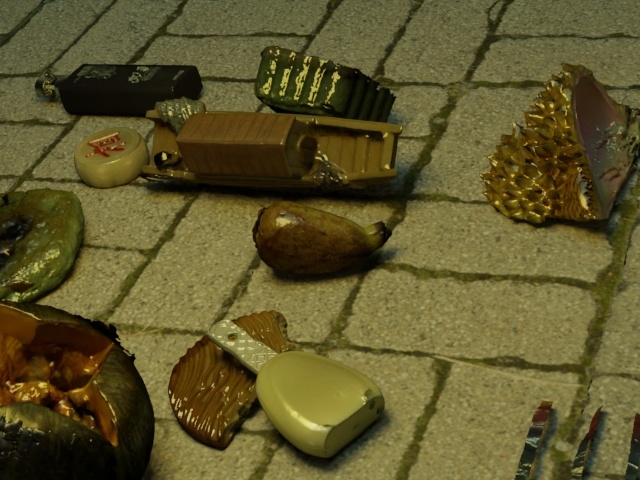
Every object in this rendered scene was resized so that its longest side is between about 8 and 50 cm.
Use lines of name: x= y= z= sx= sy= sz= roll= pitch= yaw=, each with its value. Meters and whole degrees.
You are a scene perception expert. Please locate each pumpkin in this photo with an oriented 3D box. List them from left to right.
pumpkin: x=-0.342 y=0.206 z=1.531 sx=0.321 sy=0.192 sz=0.320 roll=18 pitch=32 yaw=-12

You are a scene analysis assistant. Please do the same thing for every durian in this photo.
durian: x=0.324 y=-0.120 z=1.925 sx=0.196 sy=0.185 sz=0.305 roll=-17 pitch=36 yaw=36

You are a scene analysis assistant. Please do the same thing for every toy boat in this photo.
toy boat: x=-0.078 y=-0.144 z=2.008 sx=0.446 sy=0.135 sz=0.162 roll=5 pitch=-3 yaw=25

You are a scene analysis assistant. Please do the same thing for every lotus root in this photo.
lotus root: x=0.000 y=0.000 z=1.844 sx=0.191 sy=0.108 sz=0.094 roll=8 pitch=65 yaw=7

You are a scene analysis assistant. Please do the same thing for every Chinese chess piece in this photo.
Chinese chess piece: x=-0.340 y=-0.136 z=2.186 sx=0.122 sy=0.051 sz=0.122 roll=-8 pitch=35 yaw=6

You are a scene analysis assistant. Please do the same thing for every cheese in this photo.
cheese: x=-0.046 y=0.165 z=1.630 sx=0.251 sy=0.054 sz=0.127 roll=32 pitch=52 yaw=33

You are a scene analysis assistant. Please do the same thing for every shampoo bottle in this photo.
shampoo bottle: x=-0.366 y=-0.266 z=2.366 sx=0.310 sy=0.071 sz=0.098 roll=3 pitch=40 yaw=24

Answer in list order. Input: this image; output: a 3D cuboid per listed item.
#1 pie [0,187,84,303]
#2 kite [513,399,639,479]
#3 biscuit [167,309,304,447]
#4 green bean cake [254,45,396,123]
pie: x=-0.506 y=0.015 z=2.010 sx=0.323 sy=0.070 sz=0.323 roll=-9 pitch=36 yaw=6
kite: x=0.255 y=0.295 z=1.415 sx=0.204 sy=0.022 sz=0.360 roll=2 pitch=38 yaw=19
biscuit: x=-0.106 y=0.170 z=1.694 sx=0.176 sy=0.031 sz=0.228 roll=-13 pitch=34 yaw=1
green bean cake: x=0.002 y=-0.224 z=2.105 sx=0.181 sy=0.173 sz=0.094 roll=16 pitch=86 yaw=33
